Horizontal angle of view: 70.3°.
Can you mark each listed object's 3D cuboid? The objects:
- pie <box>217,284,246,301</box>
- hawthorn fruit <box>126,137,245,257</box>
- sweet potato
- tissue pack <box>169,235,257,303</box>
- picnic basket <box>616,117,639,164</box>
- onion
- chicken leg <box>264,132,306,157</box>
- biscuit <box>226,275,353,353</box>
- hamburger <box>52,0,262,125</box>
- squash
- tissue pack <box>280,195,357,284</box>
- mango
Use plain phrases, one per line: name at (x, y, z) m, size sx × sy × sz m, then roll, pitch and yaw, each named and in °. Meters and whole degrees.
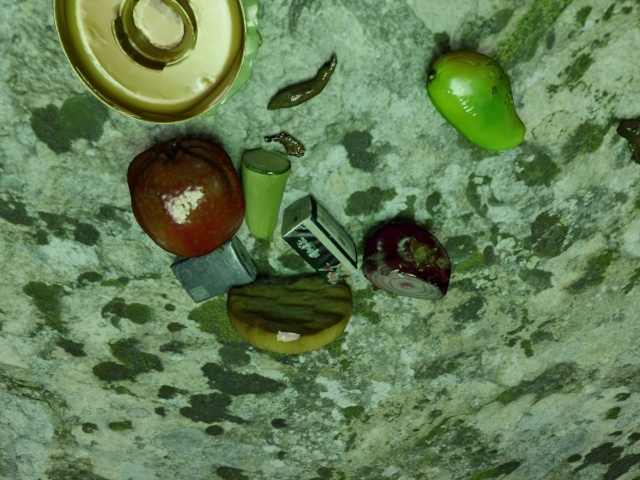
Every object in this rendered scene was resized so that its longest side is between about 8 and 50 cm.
pie at (-0.209, 0.114, 1.062) m, size 0.085 × 0.017 × 0.085 m, roll -2°, pitch 124°, yaw -4°
hawthorn fruit at (-0.234, -0.059, 0.831) m, size 0.205 × 0.205 × 0.253 m, roll -10°, pitch 130°, yaw 1°
sweet potato at (-0.028, -0.268, 0.804) m, size 0.153 × 0.038 × 0.041 m, roll -31°, pitch 145°, yaw 13°
tissue pack at (-0.232, 0.065, 0.999) m, size 0.156 × 0.051 × 0.112 m, roll -22°, pitch 114°, yaw 12°
picnic basket at (0.653, -0.199, 0.863) m, size 0.178 × 0.128 × 0.138 m, roll 0°, pitch 124°, yaw -18°
onion at (0.174, 0.054, 0.999) m, size 0.195 × 0.140 × 0.218 m, roll 12°, pitch 159°, yaw -13°
chicken leg at (-0.065, -0.186, 0.867) m, size 0.083 × 0.021 × 0.036 m, roll 25°, pitch 128°, yaw -21°
biscuit at (-0.061, 0.156, 0.976) m, size 0.274 × 0.213 × 0.091 m, roll -1°, pitch 123°, yaw -12°
hamburger at (-0.219, -0.318, 0.643) m, size 0.274 × 0.212 × 0.275 m, roll -5°, pitch 126°, yaw -7°
squash at (-0.110, -0.070, 0.914) m, size 0.094 × 0.094 × 0.224 m, roll 1°, pitch 131°, yaw -7°
tissue pack at (-0.001, -0.001, 0.952) m, size 0.090 × 0.103 × 0.170 m, roll -30°, pitch 122°, yaw 19°
mango at (0.283, -0.247, 0.806) m, size 0.232 × 0.111 × 0.125 m, roll 28°, pitch 122°, yaw -24°
